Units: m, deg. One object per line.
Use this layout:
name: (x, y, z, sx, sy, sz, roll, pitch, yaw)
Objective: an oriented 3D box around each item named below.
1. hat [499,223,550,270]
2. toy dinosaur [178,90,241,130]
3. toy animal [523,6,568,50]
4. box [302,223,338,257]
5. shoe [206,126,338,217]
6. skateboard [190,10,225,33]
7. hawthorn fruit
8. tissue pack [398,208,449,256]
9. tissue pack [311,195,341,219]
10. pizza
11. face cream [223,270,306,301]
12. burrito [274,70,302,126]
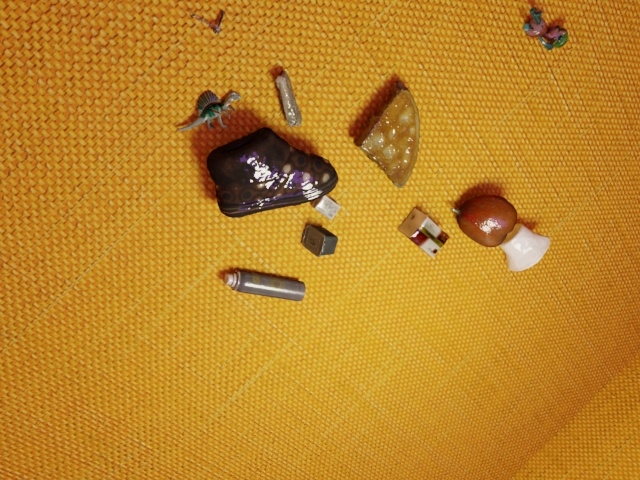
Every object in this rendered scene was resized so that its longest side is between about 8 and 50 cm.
hat: (0.795, 0.014, 2.165, 0.126, 0.203, 0.203, 39, 93, -14)
toy dinosaur: (-0.320, -0.375, 1.557, 0.187, 0.044, 0.106, -6, 102, -8)
toy animal: (0.766, -0.713, 1.852, 0.208, 0.100, 0.103, 13, 68, -41)
box: (0.000, 0.000, 1.822, 0.069, 0.122, 0.084, 0, 114, -37)
shoe: (-0.141, -0.223, 1.624, 0.383, 0.171, 0.237, -14, 122, -10)
skateboard: (-0.304, -0.606, 1.464, 0.083, 0.032, 0.064, 17, 94, -31)
hawthorn fruit: (0.600, -0.085, 2.021, 0.251, 0.199, 0.199, 15, 106, -15)
tissue pack: (0.382, -0.026, 1.988, 0.148, 0.099, 0.106, 35, 96, -32)
tissue pack: (0.019, -0.116, 1.819, 0.083, 0.042, 0.062, 32, 99, -32)
pizza: (0.261, -0.344, 1.802, 0.268, 0.087, 0.258, 39, 89, -33)
face cream: (-0.187, 0.152, 1.829, 0.283, 0.073, 0.073, 12, 107, -28)
burrito: (-0.096, -0.421, 1.628, 0.051, 0.042, 0.171, -43, 134, -37)
